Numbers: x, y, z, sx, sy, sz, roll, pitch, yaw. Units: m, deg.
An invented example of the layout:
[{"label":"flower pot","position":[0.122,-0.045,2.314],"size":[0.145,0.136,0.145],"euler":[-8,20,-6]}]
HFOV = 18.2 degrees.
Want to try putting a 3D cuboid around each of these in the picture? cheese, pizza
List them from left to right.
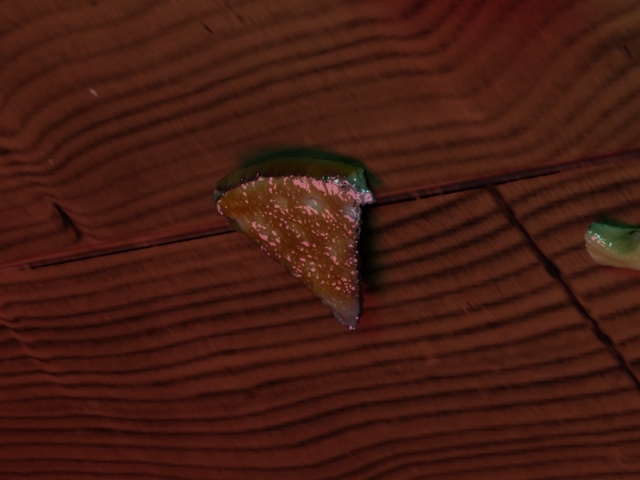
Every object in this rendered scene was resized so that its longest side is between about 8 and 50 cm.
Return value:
[{"label":"pizza","position":[0.000,0.000,1.866],"size":[0.185,0.052,0.195],"euler":[-2,127,37]},{"label":"cheese","position":[0.253,0.004,1.631],"size":[0.083,0.030,0.044],"euler":[7,144,49]}]
